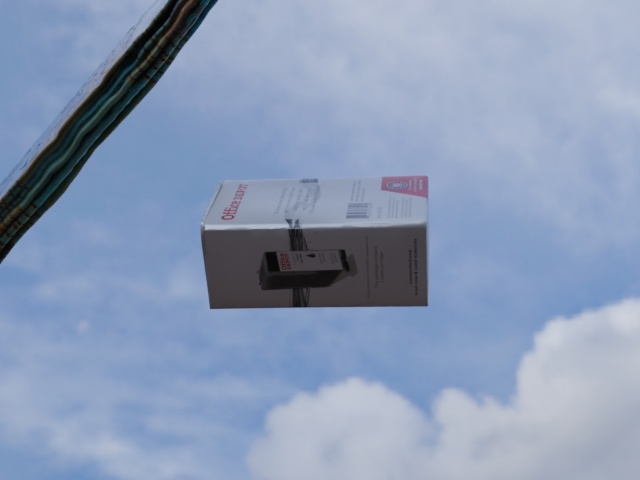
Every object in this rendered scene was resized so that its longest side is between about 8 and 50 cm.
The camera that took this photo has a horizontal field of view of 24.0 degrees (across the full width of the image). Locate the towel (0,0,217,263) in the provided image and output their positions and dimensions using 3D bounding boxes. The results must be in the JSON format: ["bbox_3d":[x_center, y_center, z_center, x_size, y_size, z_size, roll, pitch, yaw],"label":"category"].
[{"bbox_3d":[-0.128,-0.130,1.086,0.040,0.271,0.370,40,-77,-11],"label":"towel"}]

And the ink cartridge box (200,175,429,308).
[{"bbox_3d":[0.000,0.000,0.934,0.135,0.099,0.056,-1,-71,5],"label":"ink cartridge box"}]
